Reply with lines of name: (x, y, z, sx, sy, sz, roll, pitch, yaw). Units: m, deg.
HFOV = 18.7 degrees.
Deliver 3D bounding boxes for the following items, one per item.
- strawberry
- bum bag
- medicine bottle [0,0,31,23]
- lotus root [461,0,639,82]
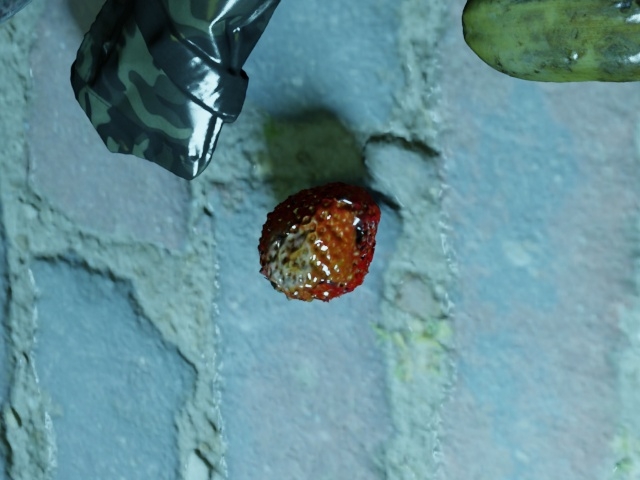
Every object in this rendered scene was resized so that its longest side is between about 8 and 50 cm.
strawberry: (0.000, 0.000, 1.346, 0.096, 0.083, 0.083, -38, 83, 26)
bum bag: (-0.072, -0.182, 1.328, 0.144, 0.095, 0.340, 52, 125, 27)
medicine bottle: (-0.310, -0.288, 1.403, 0.273, 0.165, 0.165, 46, 124, 11)
lotus root: (0.166, -0.142, 1.191, 0.179, 0.080, 0.089, 1, 111, 39)
